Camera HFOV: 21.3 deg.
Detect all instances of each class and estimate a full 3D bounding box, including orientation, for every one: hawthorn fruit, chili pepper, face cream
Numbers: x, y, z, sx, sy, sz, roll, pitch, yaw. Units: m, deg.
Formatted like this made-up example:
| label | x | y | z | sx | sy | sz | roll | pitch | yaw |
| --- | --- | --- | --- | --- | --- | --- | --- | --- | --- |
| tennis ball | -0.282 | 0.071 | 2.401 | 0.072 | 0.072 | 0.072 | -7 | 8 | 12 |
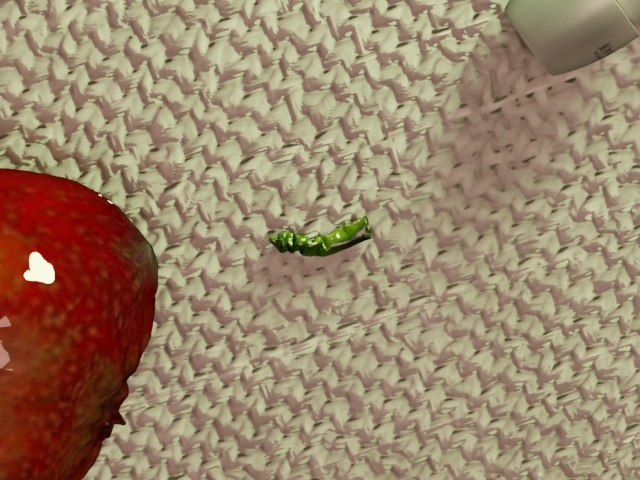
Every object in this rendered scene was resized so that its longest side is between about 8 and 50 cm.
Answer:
| label | x | y | z | sx | sy | sz | roll | pitch | yaw |
| --- | --- | --- | --- | --- | --- | --- | --- | --- | --- |
| hawthorn fruit | -0.278 | 0.062 | 1.206 | 0.307 | 0.265 | 0.265 | 25 | 101 | -6 |
| chili pepper | 0.000 | 0.000 | 1.342 | 0.083 | 0.022 | 0.027 | -10 | 141 | -6 |
| face cream | 0.195 | -0.177 | 1.280 | 0.095 | 0.091 | 0.091 | -37 | 108 | 12 |
